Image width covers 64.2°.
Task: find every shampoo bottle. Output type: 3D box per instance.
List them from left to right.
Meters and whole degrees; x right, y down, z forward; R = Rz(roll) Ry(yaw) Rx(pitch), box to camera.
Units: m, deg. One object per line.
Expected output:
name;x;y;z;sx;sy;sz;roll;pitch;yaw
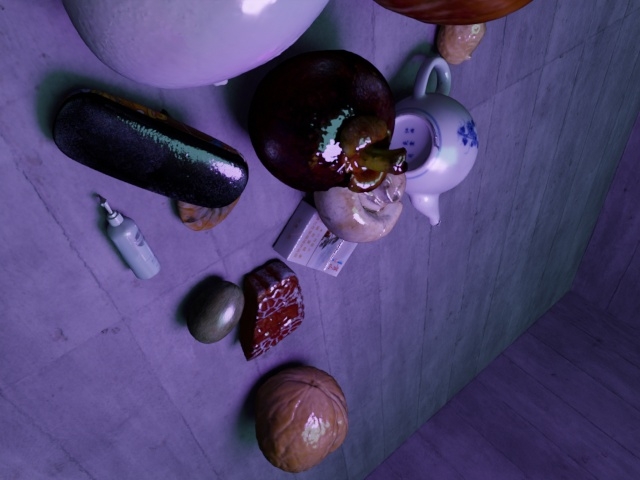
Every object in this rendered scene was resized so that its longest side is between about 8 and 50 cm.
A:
shampoo bottle;-0.366;-0.004;0.968;0.056;0.056;0.195;-36;142;-19

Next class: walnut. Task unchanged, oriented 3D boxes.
walnut;-0.064;0.547;1.571;0.333;0.333;0.332;-28;137;-29

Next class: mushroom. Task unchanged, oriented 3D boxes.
mushroom;0.092;-0.092;1.207;0.254;0.195;0.188;43;62;-35

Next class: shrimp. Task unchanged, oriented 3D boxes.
shrimp;-0.226;-0.144;1.006;0.169;0.058;0.295;-40;145;-30

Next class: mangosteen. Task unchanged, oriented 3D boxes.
mangosteen;0.012;-0.215;0.995;0.297;0.293;0.297;-26;179;-1

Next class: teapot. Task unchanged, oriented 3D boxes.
teapot;0.277;-0.242;1.286;0.280;0.253;0.423;-12;106;-53

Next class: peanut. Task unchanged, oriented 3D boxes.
peanut;0.336;-0.542;1.206;0.101;0.118;0.263;-61;154;-42

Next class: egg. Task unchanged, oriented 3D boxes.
egg;-0.176;-0.359;0.650;0.340;0.354;0.355;-44;148;24

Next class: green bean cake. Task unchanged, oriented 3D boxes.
green bean cake;-0.137;0.180;1.330;0.199;0.097;0.232;-29;139;-26

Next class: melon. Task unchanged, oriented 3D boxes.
melon;-0.248;0.171;1.194;0.167;0.114;0.114;-53;144;4

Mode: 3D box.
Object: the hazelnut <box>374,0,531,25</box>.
hazelnut;0.236;-0.585;0.870;0.430;0.402;0.401;-4;123;-50

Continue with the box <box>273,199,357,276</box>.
box;0.000;0.000;1.348;0.233;0.067;0.149;23;104;-52

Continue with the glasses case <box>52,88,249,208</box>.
glasses case;-0.273;-0.145;0.860;0.321;0.082;0.122;20;121;-31
